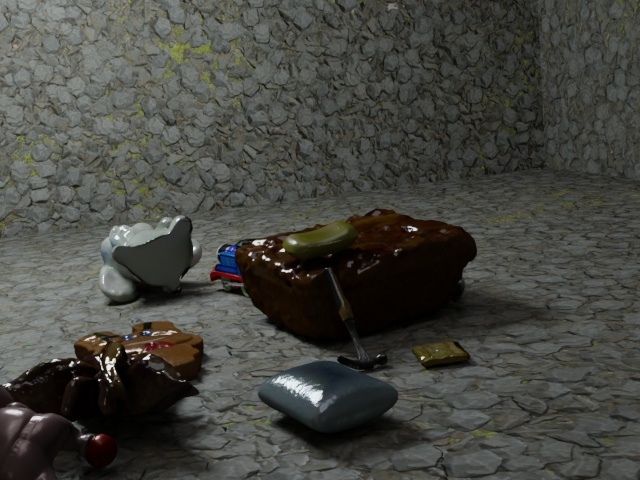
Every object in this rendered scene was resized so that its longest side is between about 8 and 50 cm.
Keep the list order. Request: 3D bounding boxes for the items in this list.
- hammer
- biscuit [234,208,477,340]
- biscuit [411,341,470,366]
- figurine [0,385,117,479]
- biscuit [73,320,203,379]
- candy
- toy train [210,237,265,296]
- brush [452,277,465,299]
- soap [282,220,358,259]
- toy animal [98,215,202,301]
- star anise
[{"bbox_3d":[0.042,0.128,1.504,0.078,0.021,0.201,-11,55,-16],"label":"hammer"},{"bbox_3d":[0.066,0.063,1.786,0.395,0.166,0.342,-14,14,-26],"label":"biscuit"},{"bbox_3d":[0.196,0.185,1.473,0.081,0.018,0.083,-7,10,-6],"label":"biscuit"},{"bbox_3d":[-0.407,0.258,1.109,0.287,0.186,0.176,13,54,3],"label":"figurine"},{"bbox_3d":[-0.314,0.194,1.609,0.202,0.047,0.334,-10,12,-26],"label":"biscuit"},{"bbox_3d":[0.008,0.215,1.250,0.138,0.071,0.174,-12,11,-30],"label":"candy"},{"bbox_3d":[-0.169,0.055,2.062,0.082,0.131,0.204,-14,13,-37],"label":"toy train"},{"bbox_3d":[0.267,0.077,1.958,0.060,0.068,0.297,15,9,-16],"label":"brush"},{"bbox_3d":[0.000,0.001,1.650,0.140,0.045,0.089,-17,16,-17],"label":"soap"},{"bbox_3d":[-0.408,0.043,2.163,0.249,0.174,0.289,-19,13,-7],"label":"toy animal"},{"bbox_3d":[-0.296,0.199,1.281,0.292,0.109,0.349,-12,-7,15],"label":"star anise"}]
